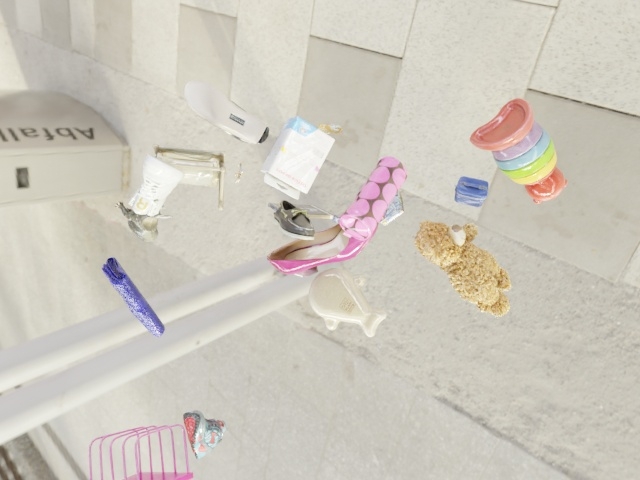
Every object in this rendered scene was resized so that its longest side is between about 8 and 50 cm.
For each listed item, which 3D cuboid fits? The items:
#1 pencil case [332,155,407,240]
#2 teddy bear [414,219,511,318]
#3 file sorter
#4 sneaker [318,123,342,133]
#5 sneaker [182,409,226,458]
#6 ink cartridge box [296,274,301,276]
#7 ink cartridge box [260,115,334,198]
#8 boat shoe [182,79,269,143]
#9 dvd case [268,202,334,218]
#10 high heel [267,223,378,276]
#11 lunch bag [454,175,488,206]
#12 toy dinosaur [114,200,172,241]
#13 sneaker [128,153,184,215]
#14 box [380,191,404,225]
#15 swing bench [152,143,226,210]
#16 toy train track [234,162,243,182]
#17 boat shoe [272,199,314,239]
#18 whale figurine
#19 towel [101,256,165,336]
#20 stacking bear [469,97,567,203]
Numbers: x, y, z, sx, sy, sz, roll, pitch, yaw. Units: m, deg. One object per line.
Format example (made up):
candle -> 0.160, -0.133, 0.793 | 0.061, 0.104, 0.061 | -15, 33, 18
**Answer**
pencil case -> 0.122, -0.099, 1.079 | 0.095, 0.209, 0.098 | 34, 154, 6
teddy bear -> 0.408, 0.062, 1.241 | 0.338, 0.245, 0.113 | 51, 141, -6
file sorter -> -0.602, 0.721, 1.524 | 0.290, 0.202, 0.182 | -18, 75, 32
sneaker -> 0.030, -0.384, 1.582 | 0.037, 0.083, 0.032 | -112, 32, -58
sneaker -> -0.382, 0.623, 1.539 | 0.104, 0.125, 0.262 | 51, 148, 31
ink cartridge box -> -0.101, 0.111, 1.874 | 0.083, 0.028, 0.048 | 19, 112, 15
ink cartridge box -> -0.054, -0.167, 0.948 | 0.143, 0.092, 0.090 | -61, 22, 1
boat shoe -> -0.368, -0.466, 1.726 | 0.127, 0.340, 0.158 | -62, 28, -6
dvd case -> -0.077, -0.118, 1.840 | 0.164, 0.221, 0.018 | 31, 116, 53
high heel -> 0.007, 0.009, 1.499 | 0.377, 0.181, 0.127 | -38, 51, 26
lunch bag -> 0.444, -0.149, 1.363 | 0.098, 0.067, 0.065 | 13, 151, 8
toy dinosaur -> -0.609, -0.057, 1.574 | 0.160, 0.121, 0.313 | 56, 148, 13
sneaker -> -0.474, -0.145, 1.316 | 0.108, 0.169, 0.292 | 31, 174, -10
box -> 0.263, -0.121, 1.709 | 0.094, 0.137, 0.027 | -37, 113, 27
swing bench -> -0.469, -0.244, 1.640 | 0.255, 0.253, 0.165 | -109, 26, -55
toy train track -> -0.228, -0.191, 1.277 | 0.048, 0.014, 0.083 | -50, 27, 33
boat shoe -> -0.072, -0.057, 1.242 | 0.228, 0.081, 0.069 | 34, 111, 61
whale figurine -> 0.093, 0.212, 1.568 | 0.272, 0.141, 0.216 | 31, 91, 15
towel -> -0.732, 0.227, 1.794 | 0.227, 0.076, 0.308 | 30, 149, 49
stacking bear -> 0.591, -0.228, 1.308 | 0.175, 0.164, 0.289 | -41, 116, 13
